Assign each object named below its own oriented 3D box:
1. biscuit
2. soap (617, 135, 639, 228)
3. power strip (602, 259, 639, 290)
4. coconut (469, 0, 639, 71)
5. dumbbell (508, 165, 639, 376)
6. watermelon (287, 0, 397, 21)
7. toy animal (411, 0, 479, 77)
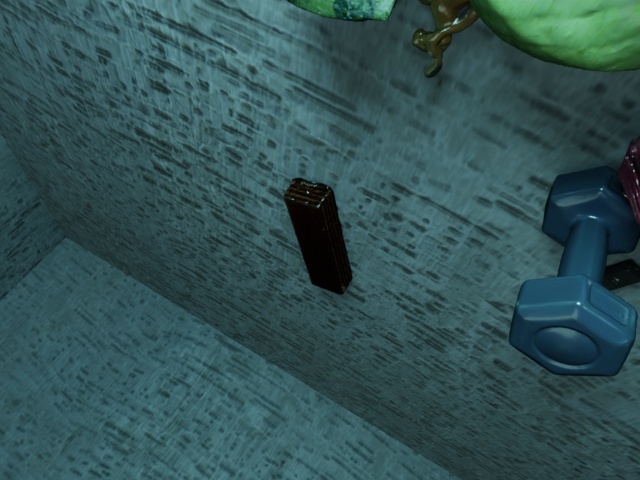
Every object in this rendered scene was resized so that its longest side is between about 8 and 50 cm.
[{"bbox_3d":[0.000,0.000,1.342,0.107,0.073,0.388,18,146,25],"label":"biscuit"},{"bbox_3d":[0.516,-0.056,0.617,0.289,0.182,0.112,22,150,31],"label":"soap"},{"bbox_3d":[0.529,0.070,0.941,0.038,0.029,0.111,38,151,-5],"label":"power strip"},{"bbox_3d":[0.274,-0.295,0.406,0.328,0.281,0.328,5,161,2],"label":"coconut"},{"bbox_3d":[0.380,0.034,0.748,0.143,0.316,0.156,15,140,24],"label":"dumbbell"},{"bbox_3d":[0.054,-0.355,0.533,0.256,0.176,0.260,59,154,28],"label":"watermelon"},{"bbox_3d":[0.137,-0.372,0.626,0.157,0.097,0.312,-5,129,49],"label":"toy animal"}]
